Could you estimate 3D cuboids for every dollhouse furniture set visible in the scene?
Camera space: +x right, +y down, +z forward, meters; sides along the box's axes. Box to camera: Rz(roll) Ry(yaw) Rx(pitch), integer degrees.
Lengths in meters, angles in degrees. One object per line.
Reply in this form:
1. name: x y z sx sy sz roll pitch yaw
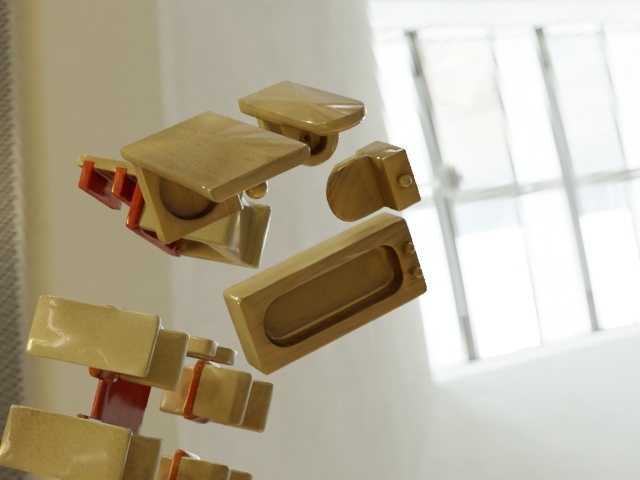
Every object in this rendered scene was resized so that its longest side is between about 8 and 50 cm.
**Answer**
1. dollhouse furniture set: -0.134 0.077 1.231 0.262 0.135 0.259 42 -120 -69
2. dollhouse furniture set: 0.000 0.000 0.913 0.144 0.123 0.151 -26 -68 -20
